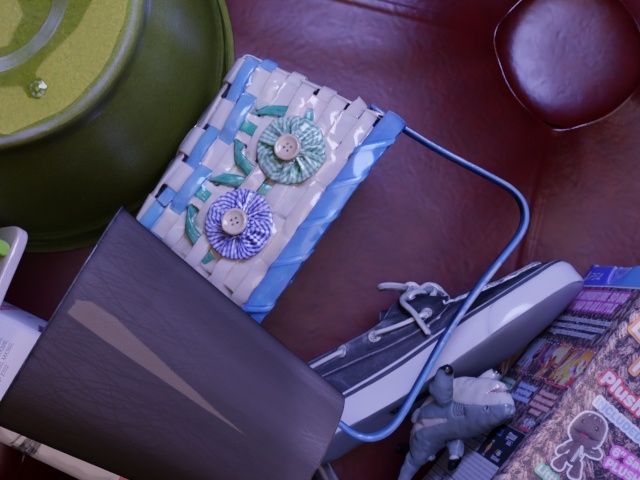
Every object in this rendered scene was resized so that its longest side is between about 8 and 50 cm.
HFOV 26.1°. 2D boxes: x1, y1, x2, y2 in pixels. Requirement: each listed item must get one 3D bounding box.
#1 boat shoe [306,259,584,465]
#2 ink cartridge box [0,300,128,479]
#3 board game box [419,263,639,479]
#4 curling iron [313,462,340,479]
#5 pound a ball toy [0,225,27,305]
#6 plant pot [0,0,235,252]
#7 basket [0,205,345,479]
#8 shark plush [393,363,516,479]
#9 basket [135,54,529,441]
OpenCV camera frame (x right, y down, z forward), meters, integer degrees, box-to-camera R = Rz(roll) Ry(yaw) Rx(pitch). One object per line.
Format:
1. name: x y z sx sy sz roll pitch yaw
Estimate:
1. boat shoe: 0.092 0.089 1.275 0.306 0.113 0.105 -34 68 8
2. ink cartridge box: -0.216 0.143 1.219 0.237 0.172 0.100 26 85 -2
3. board game box: 0.234 0.175 1.218 0.141 0.232 0.291 40 87 -3
4. curling iron: 0.041 0.320 1.298 0.068 0.035 0.274 -21 90 -4
5. pound a ball toy: -0.416 0.013 1.141 0.208 0.319 0.136 33 67 -31
6. plant pot: -0.252 -0.178 1.137 0.366 0.353 0.367 0 88 -4
7. basket: -0.108 0.115 1.069 0.227 0.154 0.204 31 111 -7
8. shark plush: 0.106 0.172 1.223 0.161 0.073 0.067 -43 53 23
9. basket: 0.000 0.000 1.187 0.289 0.201 0.255 33 86 -5
